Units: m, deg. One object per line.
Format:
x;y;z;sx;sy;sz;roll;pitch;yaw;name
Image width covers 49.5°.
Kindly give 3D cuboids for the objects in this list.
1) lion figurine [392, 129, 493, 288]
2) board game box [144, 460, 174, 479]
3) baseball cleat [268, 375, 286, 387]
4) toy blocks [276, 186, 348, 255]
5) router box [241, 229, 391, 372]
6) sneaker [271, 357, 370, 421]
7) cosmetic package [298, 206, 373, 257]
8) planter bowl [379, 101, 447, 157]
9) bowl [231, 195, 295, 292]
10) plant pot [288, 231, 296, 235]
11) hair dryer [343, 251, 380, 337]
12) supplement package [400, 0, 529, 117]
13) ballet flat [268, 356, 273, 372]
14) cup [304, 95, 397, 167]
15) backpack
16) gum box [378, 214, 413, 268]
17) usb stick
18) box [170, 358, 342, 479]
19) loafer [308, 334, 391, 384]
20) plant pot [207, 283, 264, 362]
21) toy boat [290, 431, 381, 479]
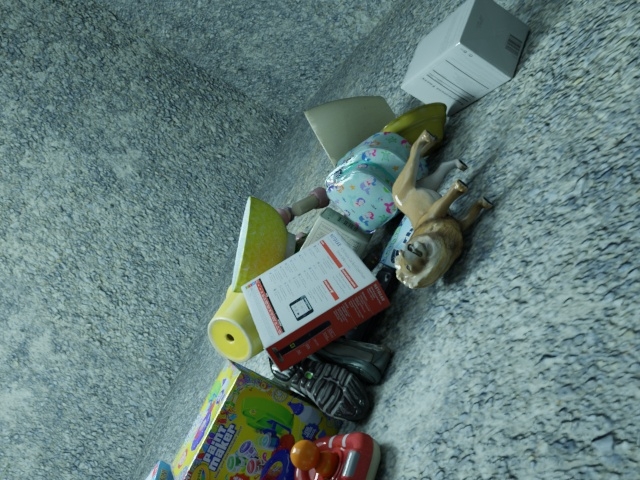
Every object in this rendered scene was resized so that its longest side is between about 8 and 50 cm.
0.241;-0.073;1.586;0.240;0.142;0.392;-49;25;24;lion figurine
-0.283;0.700;1.587;0.086;0.302;0.308;-53;17;24;board game box
-0.143;0.473;1.982;0.109;0.072;0.206;-54;16;19;baseball cleat
0.000;0.000;2.207;0.260;0.309;0.288;-30;5;-41;toy blocks
-0.024;0.136;1.713;0.301;0.082;0.335;-31;26;-2;router box
0.027;0.352;1.630;0.281;0.162;0.106;25;75;39;sneaker
0.004;0.080;1.977;0.309;0.160;0.113;-59;-2;21;cosmetic package
0.272;-0.284;1.923;0.217;0.217;0.090;-42;68;48;planter bowl
-0.160;0.025;2.039;0.289;0.156;0.289;-169;90;-81;bowl
-0.179;0.093;2.505;0.207;0.227;0.228;-58;15;29;plant pot
0.079;0.180;1.863;0.293;0.080;0.223;-59;-1;-16;hair dryer
0.381;-0.488;1.862;0.293;0.175;0.177;-24;40;64;supplement package
-0.084;0.333;2.034;0.280;0.095;0.096;124;155;-56;ballet flat
0.131;-0.323;2.183;0.237;0.331;0.331;-31;21;6;cup
0.156;-0.158;1.873;0.253;0.225;0.191;-36;15;35;backpack
0.226;0.006;1.717;0.157;0.041;0.184;-60;15;-1;gum box
0.114;0.196;1.721;0.278;0.045;0.077;-62;18;-9;usb stick
-0.154;0.477;1.625;0.290;0.279;0.177;-63;16;-8;box
0.059;0.264;1.631;0.267;0.096;0.084;11;53;49;loafer
-0.215;0.244;2.150;0.254;0.254;0.239;-46;-3;41;plant pot
0.007;0.452;1.405;0.231;0.151;0.151;-34;30;57;toy boat
